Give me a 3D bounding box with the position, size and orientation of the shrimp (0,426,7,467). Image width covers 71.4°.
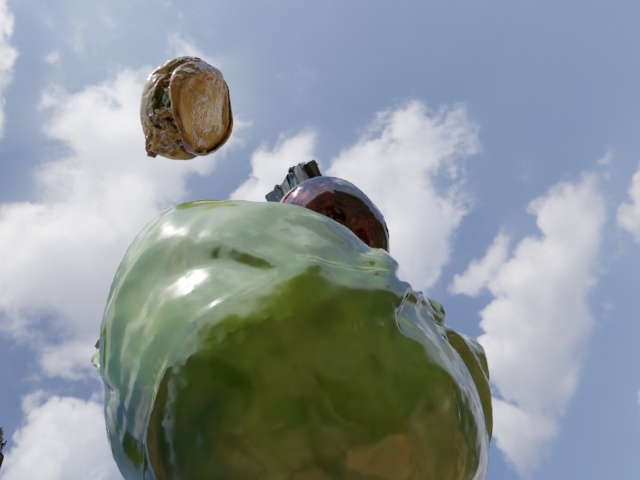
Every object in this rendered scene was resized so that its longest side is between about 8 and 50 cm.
[{"bbox_3d":[-0.743,0.491,0.911,0.152,0.219,0.046,12,-44,-14],"label":"shrimp"}]

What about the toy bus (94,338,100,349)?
[{"bbox_3d":[-0.496,0.235,1.045,0.046,0.083,0.038,29,-87,-18],"label":"toy bus"}]

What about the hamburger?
[{"bbox_3d":[-0.329,-0.317,1.113,0.243,0.146,0.286,51,-127,-59],"label":"hamburger"}]

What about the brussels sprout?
[{"bbox_3d":[-0.035,0.150,0.466,0.425,0.361,0.342,32,-83,4],"label":"brussels sprout"}]

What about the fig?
[{"bbox_3d":[0.016,-0.004,0.750,0.186,0.249,0.204,-17,-84,2],"label":"fig"}]

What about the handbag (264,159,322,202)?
[{"bbox_3d":[-0.050,-0.092,1.382,0.079,0.247,0.260,-25,-93,-39],"label":"handbag"}]
